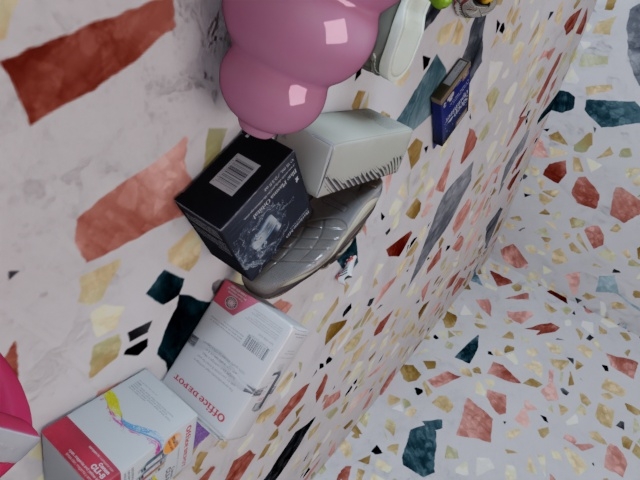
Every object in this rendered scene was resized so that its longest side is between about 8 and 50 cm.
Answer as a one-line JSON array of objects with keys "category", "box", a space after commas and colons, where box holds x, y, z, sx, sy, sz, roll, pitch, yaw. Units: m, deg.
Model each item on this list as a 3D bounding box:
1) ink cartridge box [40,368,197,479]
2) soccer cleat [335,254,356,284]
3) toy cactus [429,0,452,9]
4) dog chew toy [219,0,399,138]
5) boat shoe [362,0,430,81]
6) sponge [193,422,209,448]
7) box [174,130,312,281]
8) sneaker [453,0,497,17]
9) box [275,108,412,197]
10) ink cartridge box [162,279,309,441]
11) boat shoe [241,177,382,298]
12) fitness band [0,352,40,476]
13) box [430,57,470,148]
[{"category": "ink cartridge box", "box": [-0.292, 0.307, 0.745, 0.176, 0.127, 0.128, -29, 141, -49]}, {"category": "soccer cleat", "box": [0.072, 0.076, 1.275, 0.083, 0.035, 0.029, -53, 155, -12]}, {"category": "toy cactus", "box": [0.094, -0.391, 0.664, 0.180, 0.219, 0.112, -28, -160, 12]}, {"category": "dog chew toy", "box": [-0.014, -0.268, 0.554, 0.206, 0.206, 0.332, -18, 142, -55]}, {"category": "boat shoe", "box": [0.135, -0.410, 0.782, 0.109, 0.091, 0.305, -12, 128, -57]}, {"category": "sponge", "box": [-0.218, 0.343, 1.040, 0.210, 0.031, 0.117, -36, 147, -39]}, {"category": "box", "box": [-0.103, -0.050, 0.740, 0.156, 0.093, 0.158, -50, 155, -18]}, {"category": "sneaker", "box": [0.322, -0.500, 1.028, 0.225, 0.092, 0.088, -19, 134, -55]}, {"category": "box", "box": [0.045, -0.160, 0.872, 0.275, 0.113, 0.094, -23, 138, -50]}, {"category": "ink cartridge box", "box": [-0.146, 0.203, 0.864, 0.218, 0.158, 0.092, -57, 156, -3]}, {"category": "boat shoe", "box": [0.000, 0.000, 0.944, 0.355, 0.132, 0.130, -41, 150, -32]}, {"category": "fitness band", "box": [-0.312, 0.078, 0.353, 0.054, 0.209, 0.291, -47, 152, -18]}, {"category": "box", "box": [0.338, -0.342, 1.306, 0.136, 0.036, 0.225, -53, 156, -12]}]
